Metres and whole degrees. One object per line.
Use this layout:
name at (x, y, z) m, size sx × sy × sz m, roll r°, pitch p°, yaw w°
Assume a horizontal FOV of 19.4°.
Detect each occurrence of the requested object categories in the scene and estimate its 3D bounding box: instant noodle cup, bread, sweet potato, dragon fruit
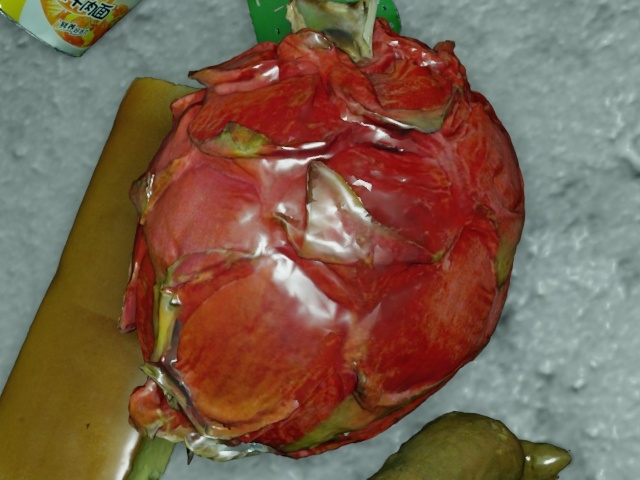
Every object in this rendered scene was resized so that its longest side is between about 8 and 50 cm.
instant noodle cup at (-0.217, -0.262, 1.575) m, size 0.153 × 0.205 × 0.205 m, roll -46°, pitch 58°, yaw 9°
bread at (-0.146, 0.053, 1.475) m, size 0.138 × 0.077 × 0.361 m, roll 15°, pitch 77°, yaw 29°
sweet potato at (0.029, 0.197, 1.270) m, size 0.310 × 0.098 × 0.124 m, roll -20°, pitch 27°, yaw -4°
dragon fruit at (0.000, 0.000, 1.314) m, size 0.277 × 0.277 × 0.342 m, roll 14°, pitch 95°, yaw 30°

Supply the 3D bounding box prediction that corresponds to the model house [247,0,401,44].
model house at (0.012, -0.171, 1.481) m, size 0.117 × 0.088 × 0.167 m, roll -29°, pitch 56°, yaw 12°
